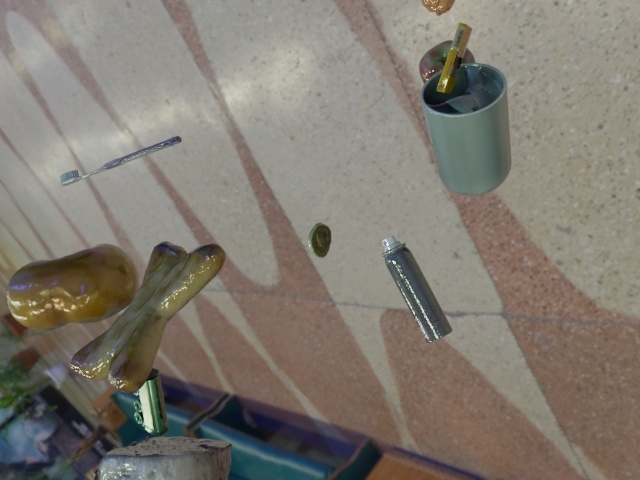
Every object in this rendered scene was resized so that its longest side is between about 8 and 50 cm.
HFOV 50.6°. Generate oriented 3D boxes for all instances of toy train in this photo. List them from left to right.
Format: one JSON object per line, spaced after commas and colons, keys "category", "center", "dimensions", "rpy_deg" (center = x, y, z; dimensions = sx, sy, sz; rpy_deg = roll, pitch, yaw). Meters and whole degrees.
{"category": "toy train", "center": [-0.322, 0.295, 1.266], "dimensions": [0.071, 0.038, 0.147], "rpy_deg": [16, 121, 32]}

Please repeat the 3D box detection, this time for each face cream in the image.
{"category": "face cream", "center": [0.235, 0.118, 1.699], "dimensions": [0.283, 0.073, 0.073], "rpy_deg": [62, 150, 4]}

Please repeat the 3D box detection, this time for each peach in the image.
{"category": "peach", "center": [-0.485, 0.092, 1.342], "dimensions": [0.251, 0.251, 0.153], "rpy_deg": [-15, 86, 57]}
{"category": "peach", "center": [0.351, -0.455, 1.834], "dimensions": [0.152, 0.152, 0.152], "rpy_deg": [32, 147, 24]}

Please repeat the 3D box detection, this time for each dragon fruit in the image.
{"category": "dragon fruit", "center": [-0.289, 0.496, 1.297], "dimensions": [0.204, 0.221, 0.283], "rpy_deg": [5, 170, 10]}

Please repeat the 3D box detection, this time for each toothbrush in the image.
{"category": "toothbrush", "center": [-0.496, -0.198, 1.659], "dimensions": [0.354, 0.024, 0.029], "rpy_deg": [-17, 83, 18]}

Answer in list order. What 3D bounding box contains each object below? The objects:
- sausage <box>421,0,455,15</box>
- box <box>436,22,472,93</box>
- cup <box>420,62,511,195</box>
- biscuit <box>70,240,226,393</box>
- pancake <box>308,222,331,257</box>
{"category": "sausage", "center": [0.249, -0.592, 1.353], "dimensions": [0.086, 0.288, 0.086], "rpy_deg": [8, 171, 1]}
{"category": "box", "center": [0.307, -0.414, 1.547], "dimensions": [0.023, 0.087, 0.155], "rpy_deg": [21, 107, 14]}
{"category": "cup", "center": [0.381, -0.269, 1.735], "dimensions": [0.206, 0.205, 0.312], "rpy_deg": [23, 150, 35]}
{"category": "biscuit", "center": [-0.212, 0.090, 0.844], "dimensions": [0.047, 0.207, 0.164], "rpy_deg": [45, 154, -29]}
{"category": "pancake", "center": [-0.001, -0.001, 1.972], "dimensions": [0.017, 0.108, 0.108], "rpy_deg": [4, 130, 37]}
